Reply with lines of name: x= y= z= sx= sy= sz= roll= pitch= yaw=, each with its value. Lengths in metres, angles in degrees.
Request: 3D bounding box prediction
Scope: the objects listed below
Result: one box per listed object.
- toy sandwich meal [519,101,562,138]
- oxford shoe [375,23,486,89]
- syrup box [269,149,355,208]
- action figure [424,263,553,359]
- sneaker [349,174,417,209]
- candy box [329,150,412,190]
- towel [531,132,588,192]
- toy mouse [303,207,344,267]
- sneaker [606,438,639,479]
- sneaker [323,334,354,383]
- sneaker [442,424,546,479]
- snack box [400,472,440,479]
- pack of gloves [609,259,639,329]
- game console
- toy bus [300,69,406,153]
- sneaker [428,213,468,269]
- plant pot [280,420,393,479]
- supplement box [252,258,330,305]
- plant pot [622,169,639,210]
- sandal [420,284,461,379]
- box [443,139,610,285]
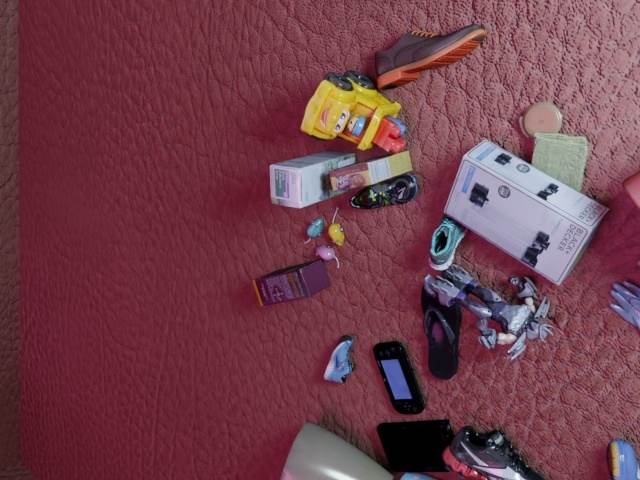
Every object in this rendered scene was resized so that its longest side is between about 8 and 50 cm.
toy sandwich meal: x=0.448 y=-0.240 z=1.283 sx=0.086 sy=0.029 sz=0.085 roll=11 pitch=111 yaw=31
oxford shoe: x=0.223 y=-0.414 z=1.359 sx=0.271 sy=0.097 sz=0.098 roll=-15 pitch=89 yaw=39
syrup box: x=-0.015 y=-0.152 z=1.528 sx=0.096 sy=0.237 sz=0.093 roll=12 pitch=112 yaw=34
action figure: x=0.370 y=0.144 z=1.381 sx=0.285 sy=0.185 sz=0.099 roll=27 pitch=144 yaw=34
sneaker: x=0.150 y=-0.107 z=1.520 sx=0.188 sy=0.078 sz=0.067 roll=-14 pitch=96 yaw=39
candy box: x=0.118 y=-0.161 z=1.457 sx=0.109 sy=0.187 sz=0.053 roll=-7 pitch=100 yaw=39
towel: x=0.477 y=-0.144 z=1.277 sx=0.110 sy=0.027 sz=0.148 roll=16 pitch=125 yaw=31
toy mouse: x=0.000 y=0.000 z=1.698 sx=0.143 sy=0.031 sz=0.160 roll=-7 pitch=100 yaw=39
sneaker: x=0.685 y=0.549 z=1.321 sx=0.131 sy=0.112 sz=0.296 roll=-14 pitch=97 yaw=22
sneaker: x=0.065 y=0.329 z=1.748 sx=0.073 sy=0.063 sz=0.162 roll=23 pitch=123 yaw=10
sneaker: x=0.431 y=0.528 z=1.494 sx=0.276 sy=0.098 sz=0.135 roll=23 pitch=108 yaw=23
snack box: x=0.360 y=0.735 z=1.639 sx=0.322 sy=0.060 sz=0.187 roll=8 pitch=109 yaw=35
pack of gloves: x=0.692 y=0.131 z=1.218 sx=0.232 sy=0.046 sz=0.195 roll=49 pitch=139 yaw=18
game console: x=0.219 y=0.437 z=1.663 sx=0.213 sy=0.044 sz=0.361 roll=-18 pitch=92 yaw=39
toy bus: x=0.092 y=-0.268 z=1.431 sx=0.211 sy=0.220 sz=0.149 roll=37 pitch=119 yaw=16
sneaker: x=0.285 y=-0.018 z=1.410 sx=0.065 sy=0.076 sz=0.166 roll=14 pitch=74 yaw=24
plant pot: x=0.053 y=0.670 z=1.756 sx=0.274 sy=0.256 sz=0.256 roll=16 pitch=114 yaw=16
supplement box: x=-0.080 y=0.117 z=1.751 sx=0.188 sy=0.104 sz=0.080 roll=-15 pitch=95 yaw=40
plant pot: x=0.682 y=-0.077 z=1.021 sx=0.275 sy=0.275 sz=0.243 roll=50 pitch=118 yaw=14
sandal: x=0.290 y=0.222 z=1.532 sx=0.097 sy=0.054 sz=0.254 roll=0 pitch=104 yaw=37
box: x=0.413 y=-0.060 z=1.301 sx=0.290 sy=0.087 sz=0.169 roll=36 pitch=140 yaw=22
